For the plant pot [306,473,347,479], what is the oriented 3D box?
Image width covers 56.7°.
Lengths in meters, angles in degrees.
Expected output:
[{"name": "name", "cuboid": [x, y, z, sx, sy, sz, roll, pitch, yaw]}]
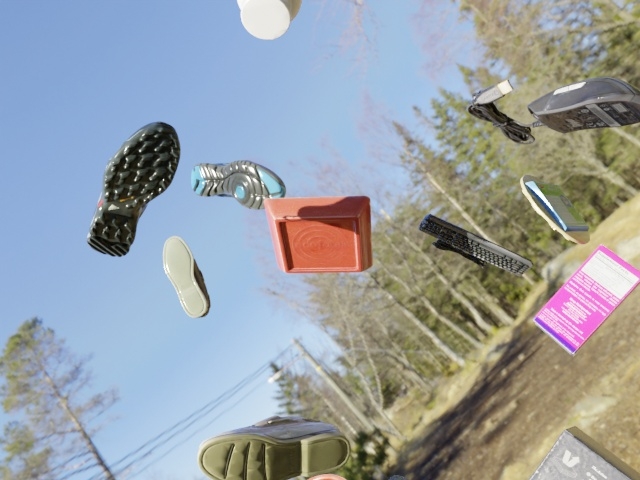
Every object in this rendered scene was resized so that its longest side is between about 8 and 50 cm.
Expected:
[{"name": "plant pot", "cuboid": [0.065, 0.717, 1.345, 0.272, 0.272, 0.265, -43, -58, 4]}]

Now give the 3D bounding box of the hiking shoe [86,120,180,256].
[{"name": "hiking shoe", "cuboid": [-0.357, -0.113, 1.110, 0.113, 0.132, 0.304, 23, -58, -29]}]

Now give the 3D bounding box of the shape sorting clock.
[{"name": "shape sorting clock", "cuboid": [0.533, -0.071, 1.350, 0.040, 0.206, 0.206, -44, -13, 35]}]

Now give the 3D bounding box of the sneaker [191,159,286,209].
[{"name": "sneaker", "cuboid": [-0.204, -0.167, 1.625, 0.140, 0.341, 0.125, -12, -69, -47]}]

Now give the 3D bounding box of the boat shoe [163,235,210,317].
[{"name": "boat shoe", "cuboid": [-0.354, 0.099, 1.571, 0.081, 0.227, 0.068, -21, -12, 0]}]

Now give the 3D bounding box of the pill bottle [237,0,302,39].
[{"name": "pill bottle", "cuboid": [-0.082, -0.426, 0.990, 0.108, 0.108, 0.193, 121, 159, -50]}]

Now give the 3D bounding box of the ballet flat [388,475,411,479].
[{"name": "ballet flat", "cuboid": [0.233, 0.621, 1.332, 0.072, 0.213, 0.068, -39, -7, -10]}]

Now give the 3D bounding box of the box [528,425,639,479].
[{"name": "box", "cuboid": [0.427, 0.414, 0.956, 0.093, 0.156, 0.158, 19, -75, -55]}]

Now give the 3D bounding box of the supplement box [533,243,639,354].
[{"name": "supplement box", "cuboid": [0.581, 0.132, 1.290, 0.220, 0.114, 0.111, -48, -25, 5]}]

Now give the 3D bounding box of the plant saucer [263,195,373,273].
[{"name": "plant saucer", "cuboid": [0.000, 0.000, 1.490, 0.259, 0.259, 0.047, 83, -171, -46]}]

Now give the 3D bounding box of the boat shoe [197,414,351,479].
[{"name": "boat shoe", "cuboid": [-0.097, 0.409, 1.166, 0.302, 0.113, 0.103, 7, 7, -22]}]

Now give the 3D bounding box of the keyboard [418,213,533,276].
[{"name": "keyboard", "cuboid": [0.425, 0.025, 1.681, 0.033, 0.317, 0.201, -62, -8, -13]}]

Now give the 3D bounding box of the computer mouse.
[{"name": "computer mouse", "cuboid": [0.362, -0.224, 0.924, 0.262, 0.184, 0.060, -3, 71, 58]}]
